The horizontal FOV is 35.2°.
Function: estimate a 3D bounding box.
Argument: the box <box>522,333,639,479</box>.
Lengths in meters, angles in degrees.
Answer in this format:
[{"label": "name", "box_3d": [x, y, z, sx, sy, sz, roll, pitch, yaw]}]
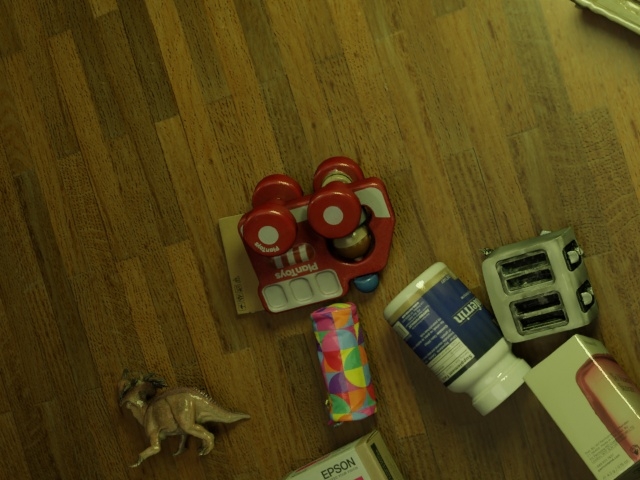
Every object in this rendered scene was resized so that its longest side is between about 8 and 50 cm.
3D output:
[{"label": "box", "box_3d": [0.484, 0.293, 1.734, 0.127, 0.148, 0.232, -43, 61, 18]}]

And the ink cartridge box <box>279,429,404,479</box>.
[{"label": "ink cartridge box", "box_3d": [0.052, 0.514, 1.988, 0.234, 0.088, 0.193, -31, 86, 21]}]

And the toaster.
[{"label": "toaster", "box_3d": [0.382, 0.079, 1.790, 0.185, 0.110, 0.168, -17, 93, 25]}]

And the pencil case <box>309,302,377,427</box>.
[{"label": "pencil case", "box_3d": [0.041, 0.240, 1.956, 0.104, 0.104, 0.237, -8, 92, 21]}]

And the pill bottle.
[{"label": "pill bottle", "box_3d": [0.252, 0.181, 1.840, 0.153, 0.153, 0.265, -45, 81, 19]}]

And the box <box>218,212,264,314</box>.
[{"label": "box", "box_3d": [-0.112, 0.039, 2.027, 0.164, 0.021, 0.201, -11, 92, 21]}]

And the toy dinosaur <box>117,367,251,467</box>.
[{"label": "toy dinosaur", "box_3d": [-0.304, 0.347, 2.086, 0.295, 0.127, 0.200, -12, 85, 15]}]

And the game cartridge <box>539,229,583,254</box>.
[{"label": "game cartridge", "box_3d": [0.431, 0.018, 1.828, 0.083, 0.017, 0.056, 30, 109, 14]}]

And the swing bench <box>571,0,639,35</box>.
[{"label": "swing bench", "box_3d": [0.580, -0.444, 1.645, 0.253, 0.165, 0.255, 33, 112, 13]}]

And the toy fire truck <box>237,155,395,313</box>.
[{"label": "toy fire truck", "box_3d": [0.000, 0.000, 1.915, 0.302, 0.169, 0.254, -15, 116, 12]}]
